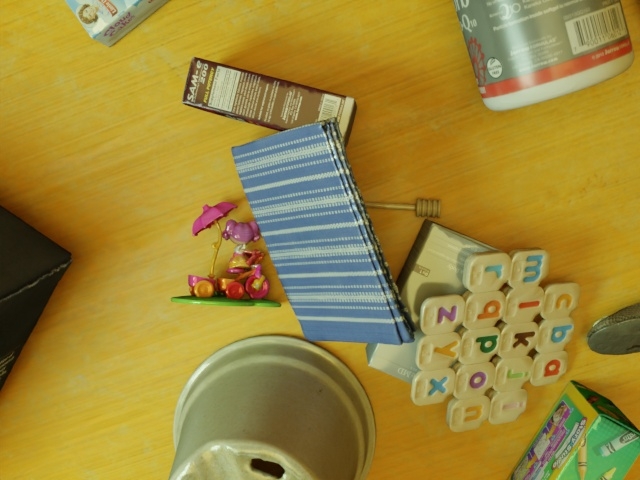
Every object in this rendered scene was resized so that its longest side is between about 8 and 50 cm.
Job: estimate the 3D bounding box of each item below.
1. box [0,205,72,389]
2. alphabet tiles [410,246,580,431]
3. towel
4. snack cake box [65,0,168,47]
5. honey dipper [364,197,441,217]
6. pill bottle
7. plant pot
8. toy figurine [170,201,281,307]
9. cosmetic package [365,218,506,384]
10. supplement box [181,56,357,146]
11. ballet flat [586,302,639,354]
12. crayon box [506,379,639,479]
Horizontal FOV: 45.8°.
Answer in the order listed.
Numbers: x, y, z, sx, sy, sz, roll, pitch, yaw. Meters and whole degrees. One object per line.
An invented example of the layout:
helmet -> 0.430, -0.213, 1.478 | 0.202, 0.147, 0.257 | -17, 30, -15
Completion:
box -> -0.706, 0.108, 1.083 | 0.479, 0.297, 0.472 | 34, 108, 1
alphabet tiles -> 0.259, 0.148, 1.119 | 0.277, 0.021, 0.284 | -5, 110, -23
towel -> 0.000, 0.000, 1.099 | 0.040, 0.243, 0.336 | -30, 104, -37
snack cake box -> -0.350, -0.449, 1.139 | 0.152, 0.089, 0.264 | -36, 92, 6
honey dipper -> 0.106, -0.055, 1.179 | 0.160, 0.030, 0.031 | 4, 96, 8
pill bottle -> 0.275, -0.377, 1.023 | 0.210, 0.210, 0.363 | -18, 100, 6
plant pot -> -0.086, 0.335, 1.089 | 0.333, 0.305, 0.334 | 1, 97, 4
toy figurine -> -0.139, 0.020, 1.173 | 0.173, 0.130, 0.159 | 5, 87, -18
cosmetic package -> 0.170, 0.099, 1.152 | 0.127, 0.107, 0.238 | 22, 95, -2
supplement box -> -0.070, -0.202, 1.123 | 0.239, 0.130, 0.073 | 16, 97, 3
ballet flat -> 0.525, 0.108, 1.153 | 0.249, 0.058, 0.084 | -23, 129, 12
crayon box -> 0.355, 0.364, 1.133 | 0.081, 0.165, 0.279 | 30, 98, 1
